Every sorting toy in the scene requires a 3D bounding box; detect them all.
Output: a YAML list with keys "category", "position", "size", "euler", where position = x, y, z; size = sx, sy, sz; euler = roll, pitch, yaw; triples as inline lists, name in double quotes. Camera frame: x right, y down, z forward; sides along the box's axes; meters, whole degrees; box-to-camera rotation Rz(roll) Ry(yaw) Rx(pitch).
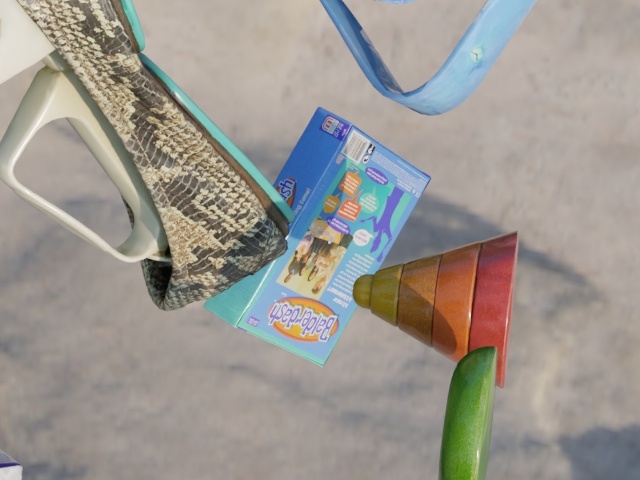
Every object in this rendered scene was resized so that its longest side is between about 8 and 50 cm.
- category: "sorting toy"
  position: [0.063, 0.116, 1.415]
  size: [0.126, 0.127, 0.365]
  euler: [7, 36, 8]

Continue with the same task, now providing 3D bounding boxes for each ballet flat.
- category: "ballet flat"
  position: [-0.188, -0.120, 1.544]
  size: [0.182, 0.483, 0.164]
  euler: [-37, 36, -9]

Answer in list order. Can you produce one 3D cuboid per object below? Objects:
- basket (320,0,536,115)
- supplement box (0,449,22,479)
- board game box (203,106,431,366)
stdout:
- category: "basket"
  position: [0.061, -0.232, 0.979]
  size: [0.201, 0.255, 0.289]
  euler: [26, 21, -39]
- category: "supplement box"
  position: [-0.353, 0.225, 1.754]
  size: [0.114, 0.111, 0.220]
  euler: [-5, 14, -31]
- category: "board game box"
  position: [0.000, 0.000, 1.833]
  size: [0.047, 0.160, 0.210]
  euler: [30, 90, 35]
